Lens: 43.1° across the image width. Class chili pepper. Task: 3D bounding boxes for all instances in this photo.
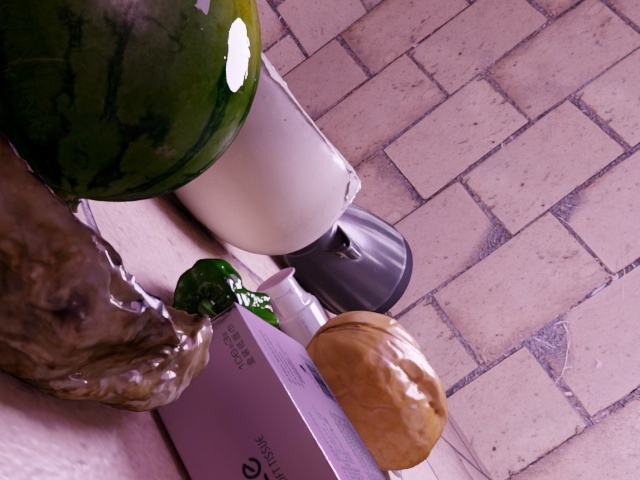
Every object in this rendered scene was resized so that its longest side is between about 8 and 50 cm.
[{"bbox_3d":[-0.086,0.065,0.760,0.100,0.074,0.257,54,4,10],"label":"chili pepper"}]

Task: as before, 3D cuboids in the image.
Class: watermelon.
[{"bbox_3d":[-0.160,-0.148,0.601,0.242,0.242,0.242,53,5,-7],"label":"watermelon"}]

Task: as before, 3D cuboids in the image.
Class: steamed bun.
[{"bbox_3d":[-0.106,-0.123,1.085,0.324,0.206,0.324,51,6,-7],"label":"steamed bun"}]

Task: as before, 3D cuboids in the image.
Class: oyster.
[{"bbox_3d":[-0.177,-0.005,0.433,0.294,0.094,0.166,43,-12,-10],"label":"oyster"}]

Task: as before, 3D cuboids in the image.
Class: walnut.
[{"bbox_3d":[0.064,0.180,0.961,0.207,0.159,0.159,52,5,-19],"label":"walnut"}]

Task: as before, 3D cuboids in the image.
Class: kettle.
[{"bbox_3d":[0.015,-0.003,1.503,0.271,0.207,0.251,36,24,-49],"label":"kettle"}]

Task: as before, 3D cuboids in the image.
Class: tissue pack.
[{"bbox_3d":[-0.013,0.177,0.567,0.246,0.092,0.148,56,4,28],"label":"tissue pack"}]

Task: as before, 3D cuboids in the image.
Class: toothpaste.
[{"bbox_3d":[0.025,0.184,1.090,0.323,0.066,0.100,57,-1,-13],"label":"toothpaste"}]
